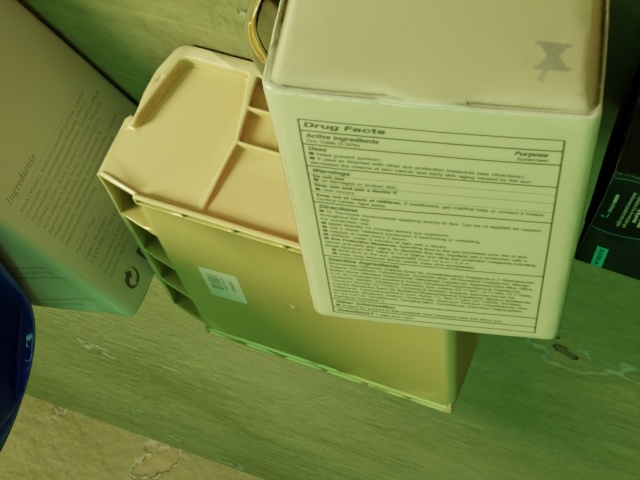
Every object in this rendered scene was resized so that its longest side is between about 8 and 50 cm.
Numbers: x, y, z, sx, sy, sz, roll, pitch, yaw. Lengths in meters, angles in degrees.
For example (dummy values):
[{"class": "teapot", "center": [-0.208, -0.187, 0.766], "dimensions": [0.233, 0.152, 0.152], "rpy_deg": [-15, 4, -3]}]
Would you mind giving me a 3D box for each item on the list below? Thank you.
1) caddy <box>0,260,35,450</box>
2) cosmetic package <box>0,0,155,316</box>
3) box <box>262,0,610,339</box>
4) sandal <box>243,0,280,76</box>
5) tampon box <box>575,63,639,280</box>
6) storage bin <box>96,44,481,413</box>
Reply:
[{"class": "caddy", "center": [-0.326, 0.102, 0.878], "dimensions": [0.179, 0.241, 0.341], "rpy_deg": [22, 159, 14]}, {"class": "cosmetic package", "center": [-0.301, -0.099, 0.911], "dimensions": [0.217, 0.156, 0.385], "rpy_deg": [4, 151, 38]}, {"class": "box", "center": [0.065, -0.057, 0.633], "dimensions": [0.149, 0.127, 0.232], "rpy_deg": [6, 151, 9]}, {"class": "sandal", "center": [-0.011, -0.125, 0.701], "dimensions": [0.072, 0.049, 0.180], "rpy_deg": [23, 159, -3]}, {"class": "tampon box", "center": [0.231, -0.029, 0.620], "dimensions": [0.161, 0.101, 0.120], "rpy_deg": [18, 159, 8]}, {"class": "storage bin", "center": [0.000, 0.000, 0.893], "dimensions": [0.260, 0.123, 0.262], "rpy_deg": [17, 159, 14]}]
